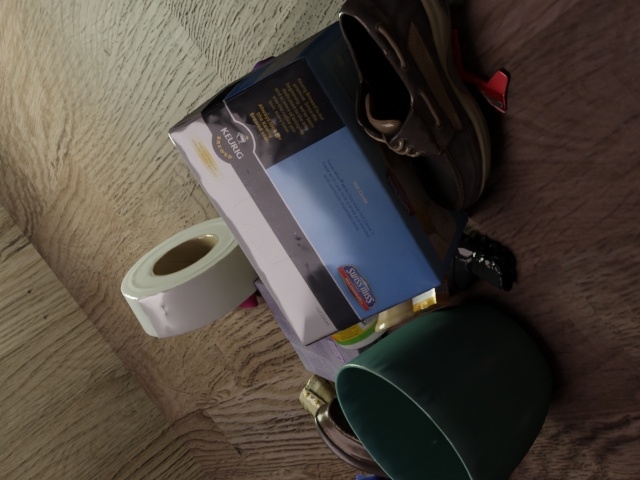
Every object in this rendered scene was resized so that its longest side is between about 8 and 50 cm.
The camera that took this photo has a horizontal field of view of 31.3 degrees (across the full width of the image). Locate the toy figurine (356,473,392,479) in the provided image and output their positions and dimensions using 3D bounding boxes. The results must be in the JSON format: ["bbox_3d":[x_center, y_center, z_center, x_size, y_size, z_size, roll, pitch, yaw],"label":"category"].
[{"bbox_3d":[0.139,0.525,2.263,0.191,0.217,0.362,44,156,17],"label":"toy figurine"}]

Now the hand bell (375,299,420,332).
[{"bbox_3d":[0.093,0.011,1.814,0.242,0.126,0.126,65,157,4],"label":"hand bell"}]

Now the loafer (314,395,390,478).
[{"bbox_3d":[0.166,0.363,2.078,0.365,0.134,0.130,23,122,13],"label":"loafer"}]

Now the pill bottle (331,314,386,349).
[{"bbox_3d":[0.011,0.053,1.879,0.246,0.136,0.136,48,159,-23],"label":"pill bottle"}]

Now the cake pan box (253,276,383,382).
[{"bbox_3d":[0.016,0.171,2.138,0.245,0.070,0.267,14,142,47],"label":"cake pan box"}]

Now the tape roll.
[{"bbox_3d":[-0.245,0.068,2.236,0.286,0.286,0.100,11,133,56],"label":"tape roll"}]

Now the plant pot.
[{"bbox_3d":[0.205,0.234,1.718,0.293,0.235,0.293,40,153,25],"label":"plant pot"}]

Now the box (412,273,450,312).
[{"bbox_3d":[0.160,0.035,1.718,0.081,0.028,0.136,146,122,-66],"label":"box"}]

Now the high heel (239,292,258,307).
[{"bbox_3d":[-0.206,0.131,2.516,0.117,0.082,0.244,54,146,5],"label":"high heel"}]

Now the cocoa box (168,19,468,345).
[{"bbox_3d":[0.009,-0.084,1.543,0.228,0.231,0.347,-26,104,25],"label":"cocoa box"}]

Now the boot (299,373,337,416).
[{"bbox_3d":[0.051,0.346,2.332,0.203,0.095,0.262,46,160,17],"label":"boot"}]

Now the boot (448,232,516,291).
[{"bbox_3d":[0.234,0.045,1.645,0.099,0.045,0.121,29,148,34],"label":"boot"}]

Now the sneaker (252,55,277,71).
[{"bbox_3d":[-0.061,-0.236,1.732,0.105,0.095,0.236,60,157,1],"label":"sneaker"}]

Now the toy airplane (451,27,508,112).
[{"bbox_3d":[0.179,-0.204,1.413,0.151,0.028,0.151,41,155,24],"label":"toy airplane"}]

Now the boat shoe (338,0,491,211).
[{"bbox_3d":[0.102,-0.171,1.397,0.132,0.130,0.355,24,146,49],"label":"boat shoe"}]
